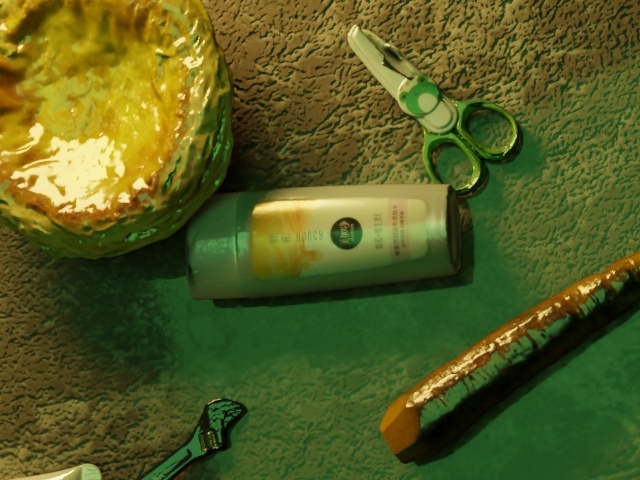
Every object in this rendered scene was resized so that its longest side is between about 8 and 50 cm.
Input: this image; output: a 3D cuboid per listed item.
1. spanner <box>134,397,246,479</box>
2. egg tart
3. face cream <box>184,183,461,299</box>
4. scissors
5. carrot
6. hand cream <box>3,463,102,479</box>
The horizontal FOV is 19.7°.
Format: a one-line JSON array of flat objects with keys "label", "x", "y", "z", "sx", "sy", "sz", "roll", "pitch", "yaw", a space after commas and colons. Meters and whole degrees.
[{"label": "spanner", "x": -0.158, "y": 0.227, "z": 1.822, "sx": 0.208, "sy": 0.012, "sz": 0.046, "roll": -39, "pitch": 76, "yaw": -2}, {"label": "egg tart", "x": -0.217, "y": -0.130, "z": 1.850, "sx": 0.319, "sy": 0.128, "sz": 0.319, "roll": -2, "pitch": 82, "yaw": 17}, {"label": "face cream", "x": 0.000, "y": 0.000, "z": 1.799, "sx": 0.269, "sy": 0.073, "sz": 0.107, "roll": -4, "pitch": 77, "yaw": 16}, {"label": "scissors", "x": 0.099, "y": -0.138, "z": 1.817, "sx": 0.101, "sy": 0.027, "sz": 0.204, "roll": -45, "pitch": 75, "yaw": 1}, {"label": "carrot", "x": 0.193, "y": 0.103, "z": 1.735, "sx": 0.314, "sy": 0.066, "sz": 0.066, "roll": -35, "pitch": 74, "yaw": 7}, {"label": "hand cream", "x": -0.394, "y": 0.320, "z": 1.843, "sx": 0.359, "sy": 0.118, "sz": 0.185, "roll": -2, "pitch": 76, "yaw": 4}]
